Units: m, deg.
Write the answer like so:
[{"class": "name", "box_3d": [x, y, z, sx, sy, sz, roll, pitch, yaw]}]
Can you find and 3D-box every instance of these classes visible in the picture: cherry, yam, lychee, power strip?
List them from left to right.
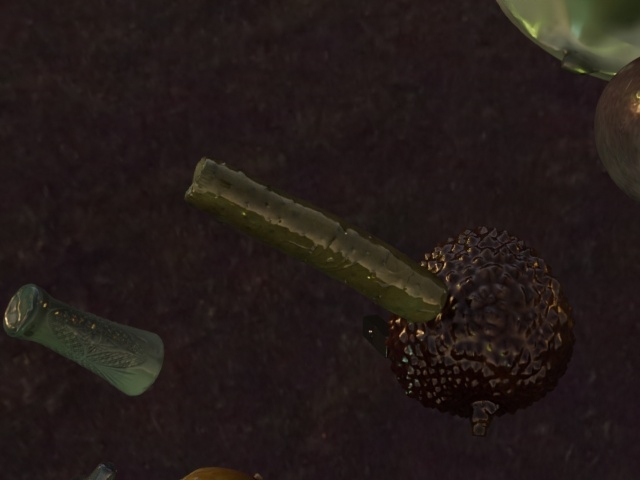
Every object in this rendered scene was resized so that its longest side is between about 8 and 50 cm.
[{"class": "yam", "box_3d": [0.000, 0.000, 1.424, 0.371, 0.083, 0.083, 30, 51, -21]}, {"class": "power strip", "box_3d": [0.095, 0.149, 1.747, 0.029, 0.038, 0.111, -4, 16, -17]}, {"class": "lychee", "box_3d": [0.233, 0.129, 1.604, 0.275, 0.276, 0.304, -1, 73, 6]}, {"class": "cherry", "box_3d": [0.258, -0.050, 0.685, 0.188, 0.148, 0.115, 38, 75, 14]}]

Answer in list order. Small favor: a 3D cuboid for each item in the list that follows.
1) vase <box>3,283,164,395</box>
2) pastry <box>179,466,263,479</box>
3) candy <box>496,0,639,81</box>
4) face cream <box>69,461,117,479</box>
[{"class": "vase", "box_3d": [-0.326, 0.133, 1.537, 0.096, 0.219, 0.096, -25, 49, 33]}, {"class": "pastry", "box_3d": [-0.128, 0.537, 1.665, 0.245, 0.409, 0.409, -6, 52, 5]}, {"class": "candy", "box_3d": [0.297, -0.322, 0.773, 0.427, 0.386, 0.186, -13, 23, 26]}, {"class": "face cream", "box_3d": [-0.313, 0.392, 1.337, 0.092, 0.311, 0.092, 24, 18, -8]}]
